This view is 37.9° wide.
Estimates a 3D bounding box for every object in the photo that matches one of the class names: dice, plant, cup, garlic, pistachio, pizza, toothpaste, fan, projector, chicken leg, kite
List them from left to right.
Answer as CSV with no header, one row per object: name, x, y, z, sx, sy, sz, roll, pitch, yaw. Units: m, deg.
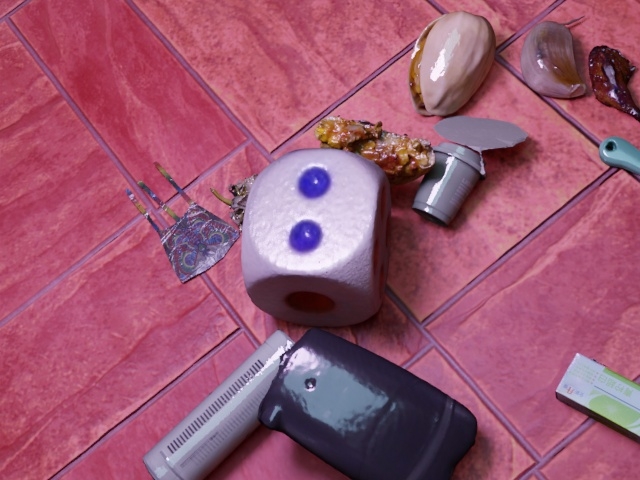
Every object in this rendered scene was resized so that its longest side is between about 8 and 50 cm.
kite,-0.295,-0.047,1.924,0.152,0.015,0.285,-39,64,-8
projector,-0.161,0.308,1.663,0.337,0.108,0.108,-43,62,-8
plant,-0.157,-0.073,1.835,0.122,0.104,0.116,4,67,-28
dice,0.000,0.000,1.686,0.243,0.259,0.251,2,65,14
pizza,0.070,-0.155,1.733,0.290,0.229,0.081,-1,64,47
cup,0.239,-0.102,1.757,0.120,0.120,0.141,23,85,23
pistachio,0.257,-0.352,1.855,0.157,0.157,0.229,26,87,24
fan,0.295,-0.176,1.719,0.182,0.010,0.310,6,27,7
garlic,0.462,-0.373,1.847,0.129,0.090,0.198,6,59,1
chicken leg,0.572,-0.295,1.792,0.093,0.053,0.205,-5,67,-3
toothpaste,0.550,0.297,1.502,0.337,0.067,0.081,28,78,25

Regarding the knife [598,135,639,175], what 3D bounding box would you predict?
knife,0.621,-0.107,1.698,0.260,0.034,0.063,37,83,23

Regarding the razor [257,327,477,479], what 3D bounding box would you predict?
razor,0.076,0.296,1.554,0.349,0.113,0.204,28,77,5
